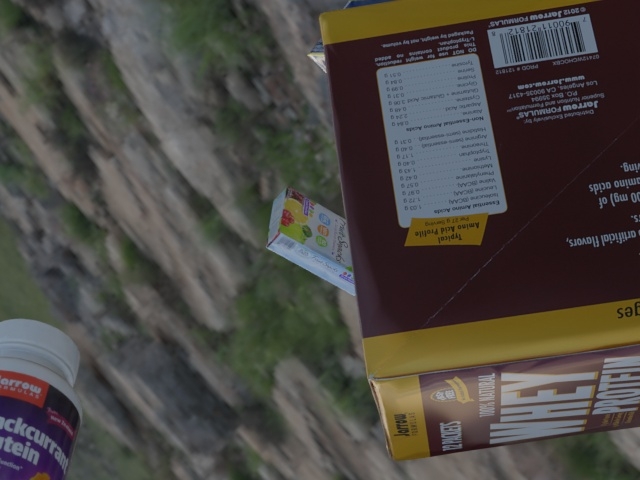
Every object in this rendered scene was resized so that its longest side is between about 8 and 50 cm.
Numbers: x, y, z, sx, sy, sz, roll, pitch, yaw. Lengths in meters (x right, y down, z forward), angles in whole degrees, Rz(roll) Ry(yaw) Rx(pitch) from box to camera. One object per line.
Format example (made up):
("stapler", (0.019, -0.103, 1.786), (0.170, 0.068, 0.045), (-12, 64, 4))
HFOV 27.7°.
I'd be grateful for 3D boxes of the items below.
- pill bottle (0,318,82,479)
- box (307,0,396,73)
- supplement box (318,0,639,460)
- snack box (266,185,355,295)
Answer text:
("pill bottle", (-0.243, 0.158, 0.994), (0.108, 0.193, 0.108), (4, 136, 3))
("box", (0.064, -0.124, 0.865), (0.059, 0.054, 0.169), (43, 166, -28))
("supplement box", (0.110, -0.012, 0.642), (0.129, 0.191, 0.194), (74, -172, -64))
("snack box", (0.000, 0.000, 1.727), (0.141, 0.100, 0.037), (30, 127, -18))
